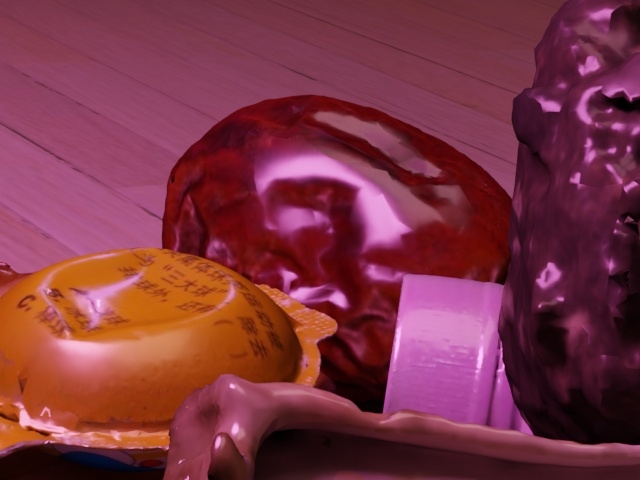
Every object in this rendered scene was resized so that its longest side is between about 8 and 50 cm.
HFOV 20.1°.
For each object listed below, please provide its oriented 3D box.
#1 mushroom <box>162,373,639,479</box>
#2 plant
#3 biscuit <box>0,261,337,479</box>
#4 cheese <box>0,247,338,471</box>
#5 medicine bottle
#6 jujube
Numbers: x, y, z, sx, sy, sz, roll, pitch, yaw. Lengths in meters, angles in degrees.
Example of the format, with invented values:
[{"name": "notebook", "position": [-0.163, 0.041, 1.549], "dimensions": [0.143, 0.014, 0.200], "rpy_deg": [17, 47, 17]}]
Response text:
[{"name": "mushroom", "position": [0.064, 0.188, 0.703], "dimensions": [0.292, 0.217, 0.212], "rpy_deg": [15, -30, -16]}, {"name": "plant", "position": [0.186, -0.012, 0.762], "dimensions": [0.213, 0.215, 0.312], "rpy_deg": [1, -22, 4]}, {"name": "biscuit", "position": [-0.154, 0.100, 0.913], "dimensions": [0.326, 0.107, 0.326], "rpy_deg": [4, 20, -1]}, {"name": "cheese", "position": [-0.113, 0.059, 0.799], "dimensions": [0.270, 0.069, 0.177], "rpy_deg": [-15, 29, -37]}, {"name": "medicine bottle", "position": [0.160, 0.097, 0.962], "dimensions": [0.254, 0.152, 0.152], "rpy_deg": [7, 17, 3]}, {"name": "jujube", "position": [0.015, 0.006, 1.144], "dimensions": [0.243, 0.183, 0.183], "rpy_deg": [18, 20, 24]}]
